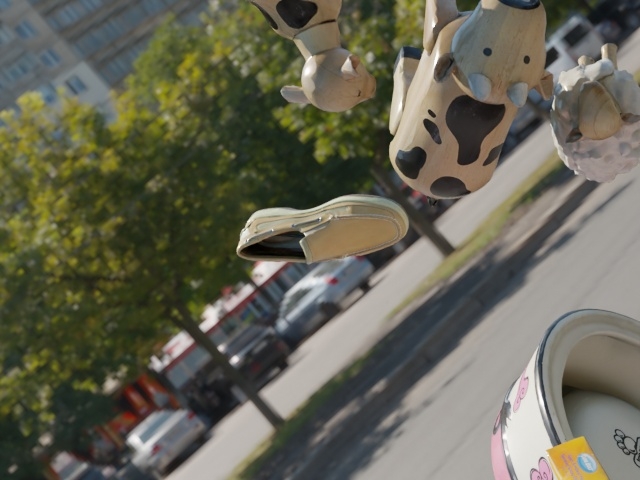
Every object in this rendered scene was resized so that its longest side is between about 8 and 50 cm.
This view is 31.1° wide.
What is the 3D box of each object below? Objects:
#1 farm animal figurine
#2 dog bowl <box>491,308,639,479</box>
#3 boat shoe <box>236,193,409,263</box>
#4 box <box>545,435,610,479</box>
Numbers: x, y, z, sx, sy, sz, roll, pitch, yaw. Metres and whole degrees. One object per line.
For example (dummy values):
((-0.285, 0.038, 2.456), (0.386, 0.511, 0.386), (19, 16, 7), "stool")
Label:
((0.091, -0.141, 0.839), (0.326, 0.330, 0.172), (79, -165, -53), "farm animal figurine")
((0.385, 0.290, 1.408), (0.150, 0.408, 0.408), (-50, -6, 36), "dog bowl")
((0.000, 0.000, 1.228), (0.190, 0.068, 0.072), (-9, 27, 25), "boat shoe")
((0.167, 0.187, 0.643), (0.028, 0.136, 0.081), (-23, 23, 3), "box")
